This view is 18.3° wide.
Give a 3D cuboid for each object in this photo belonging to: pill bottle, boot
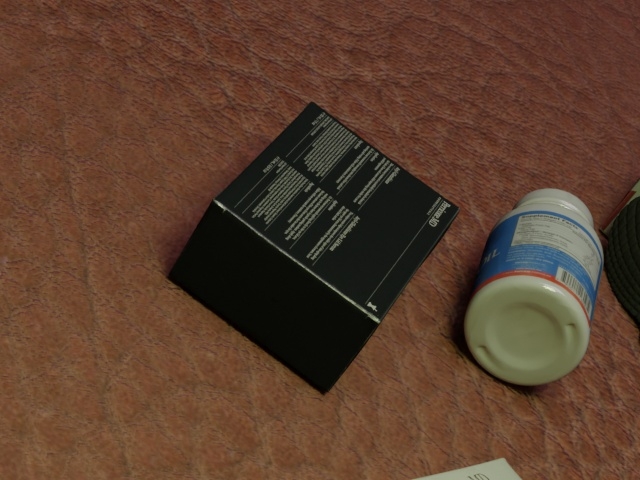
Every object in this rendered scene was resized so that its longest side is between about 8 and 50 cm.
[{"bbox_3d":[0.219,0.039,1.996,0.124,0.124,0.221,33,31,-5],"label":"pill bottle"},{"bbox_3d":[0.413,0.074,2.191,0.161,0.083,0.246,18,43,-34],"label":"boot"}]

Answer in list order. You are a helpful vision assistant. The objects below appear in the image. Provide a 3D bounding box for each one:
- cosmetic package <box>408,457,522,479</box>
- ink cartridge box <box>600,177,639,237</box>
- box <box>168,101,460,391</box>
[{"bbox_3d":[0.171,0.350,1.479,0.365,0.155,0.197,49,21,18],"label":"cosmetic package"},{"bbox_3d":[0.430,-0.046,2.305,0.127,0.128,0.176,40,31,7],"label":"ink cartridge box"},{"bbox_3d":[0.000,0.000,1.859,0.184,0.103,0.261,34,31,4],"label":"box"}]
